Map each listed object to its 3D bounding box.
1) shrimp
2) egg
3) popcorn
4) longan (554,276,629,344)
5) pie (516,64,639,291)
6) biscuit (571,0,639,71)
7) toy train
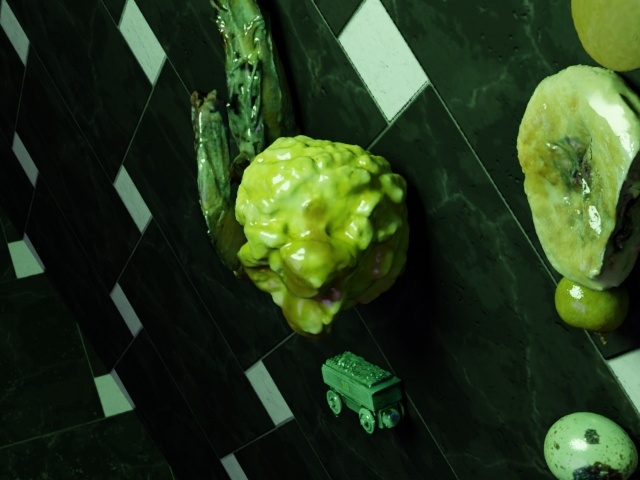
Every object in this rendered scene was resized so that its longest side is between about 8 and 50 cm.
[{"bbox_3d":[-0.107,-0.154,1.478,0.085,0.272,0.444,2,113,22],"label":"shrimp"},{"bbox_3d":[0.296,0.232,1.258,0.110,0.085,0.085,14,128,50],"label":"egg"},{"bbox_3d":[0.000,0.000,1.414,0.206,0.237,0.251,9,91,18],"label":"popcorn"},{"bbox_3d":[0.272,0.066,1.149,0.075,0.075,0.083,9,118,60],"label":"longan"},{"bbox_3d":[0.245,-0.065,1.082,0.185,0.052,0.218,-122,24,-49],"label":"pie"},{"bbox_3d":[0.314,-0.200,0.792,0.394,0.076,0.368,48,151,27],"label":"biscuit"},{"bbox_3d":[0.063,0.224,1.726,0.172,0.070,0.099,22,127,56],"label":"toy train"}]
